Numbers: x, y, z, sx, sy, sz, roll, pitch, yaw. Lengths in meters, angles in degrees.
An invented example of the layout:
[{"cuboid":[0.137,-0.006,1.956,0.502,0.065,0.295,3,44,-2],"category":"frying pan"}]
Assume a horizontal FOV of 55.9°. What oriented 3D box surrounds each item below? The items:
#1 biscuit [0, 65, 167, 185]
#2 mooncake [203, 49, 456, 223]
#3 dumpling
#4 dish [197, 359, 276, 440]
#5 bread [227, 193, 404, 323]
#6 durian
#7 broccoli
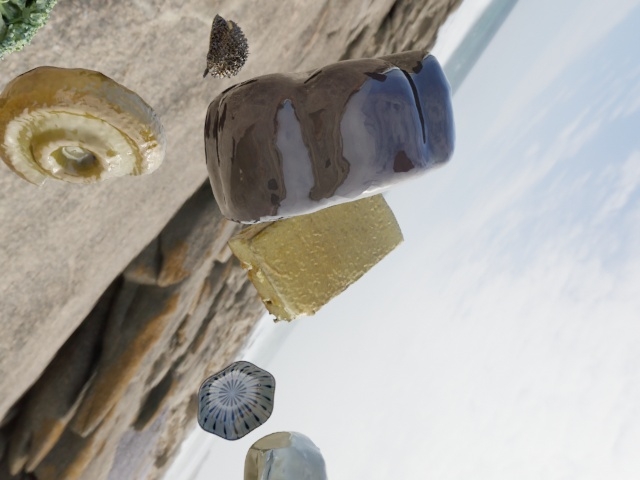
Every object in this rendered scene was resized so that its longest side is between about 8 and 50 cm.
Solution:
[{"cuboid":[-0.404,-0.177,0.975,0.213,0.274,0.091,71,16,-53],"category":"biscuit"},{"cuboid":[0.006,-0.100,0.582,0.245,0.245,0.133,-48,129,-68],"category":"mooncake"},{"cuboid":[-0.057,0.410,1.033,0.132,0.162,0.250,-14,165,17],"category":"dumpling"},{"cuboid":[-0.194,0.345,1.346,0.190,0.191,0.066,-55,-152,-5],"category":"dish"},{"cuboid":[0.000,0.000,1.046,0.275,0.185,0.114,-36,-160,-22],"category":"bread"},{"cuboid":[-0.172,-0.351,1.122,0.110,0.071,0.140,66,38,-57],"category":"durian"},{"cuboid":[-0.772,-0.615,1.450,0.249,0.302,0.375,-13,113,-61],"category":"broccoli"}]
